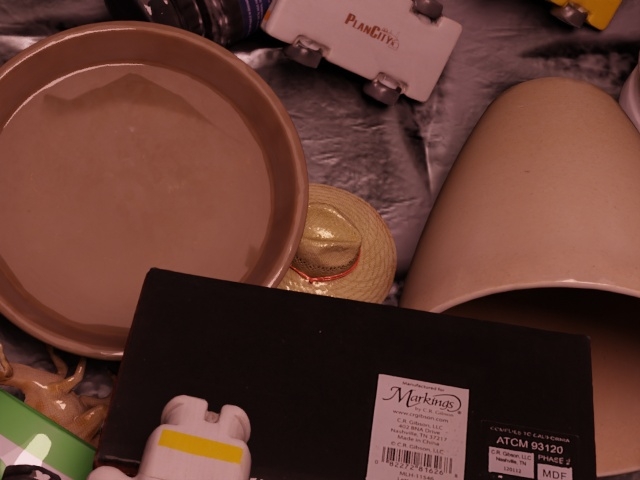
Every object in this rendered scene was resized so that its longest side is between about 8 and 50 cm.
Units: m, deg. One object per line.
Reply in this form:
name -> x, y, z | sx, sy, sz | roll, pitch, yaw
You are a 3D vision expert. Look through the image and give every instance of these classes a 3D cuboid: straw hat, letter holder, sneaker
straw hat -> 0.000, 0.000, 0.957 | 0.144, 0.061, 0.144 | 4, 66, -8
letter holder -> 0.013, 0.163, 0.788 | 0.302, 0.214, 0.152 | 9, 50, 0
sneaker -> -0.183, -0.091, 0.960 | 0.082, 0.069, 0.209 | -14, 71, -11

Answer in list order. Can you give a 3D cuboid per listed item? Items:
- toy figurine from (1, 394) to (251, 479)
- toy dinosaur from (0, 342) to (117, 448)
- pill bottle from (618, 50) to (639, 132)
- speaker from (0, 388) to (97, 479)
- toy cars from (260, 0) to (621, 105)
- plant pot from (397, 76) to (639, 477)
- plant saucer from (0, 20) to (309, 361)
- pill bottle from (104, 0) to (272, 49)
toy figurine -> -0.086, 0.212, 0.622 | 0.213, 0.209, 0.148 | 53, 25, -27
toy dinosaur -> -0.186, 0.139, 0.877 | 0.092, 0.053, 0.183 | -40, 102, -21
pill bottle -> 0.368, -0.168, 0.978 | 0.153, 0.264, 0.153 | 4, 67, -9
speaker -> -0.262, 0.248, 0.753 | 0.131, 0.131, 0.296 | 31, 76, 4
toy cars -> 0.117, -0.236, 1.042 | 0.394, 0.176, 0.087 | -23, 35, -18
plant pot -> 0.185, 0.008, 0.907 | 0.256, 0.256, 0.274 | 12, 49, -4
plant saucer -> -0.149, -0.040, 0.891 | 0.278, 0.041, 0.278 | 2, 74, -8
pill bottle -> -0.078, -0.245, 1.012 | 0.219, 0.123, 0.123 | -36, 77, -21
